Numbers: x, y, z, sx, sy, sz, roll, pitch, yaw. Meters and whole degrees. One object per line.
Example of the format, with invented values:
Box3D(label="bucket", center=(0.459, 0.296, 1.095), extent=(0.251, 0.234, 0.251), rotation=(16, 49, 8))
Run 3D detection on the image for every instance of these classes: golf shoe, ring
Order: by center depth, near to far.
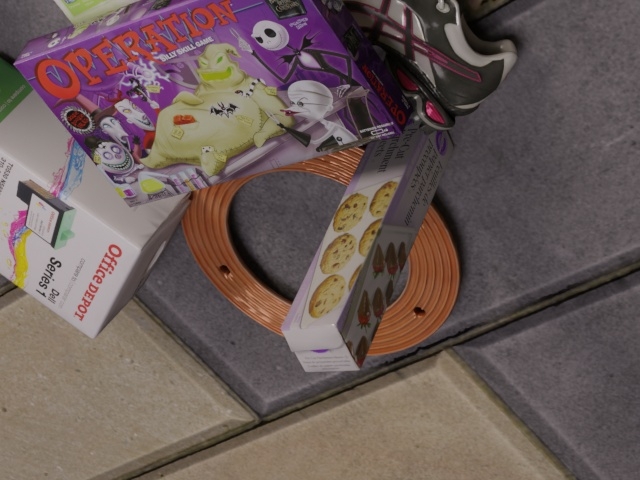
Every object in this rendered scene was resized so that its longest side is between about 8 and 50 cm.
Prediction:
Box3D(label="golf shoe", center=(0.069, -0.230, 1.659), extent=(0.120, 0.105, 0.273), rotation=(-36, 115, 28))
Box3D(label="ring", center=(0.000, 0.000, 1.945), extent=(0.337, 0.032, 0.336), rotation=(14, 134, 15))

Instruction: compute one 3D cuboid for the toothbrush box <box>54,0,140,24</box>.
Box3D(label="toothbrush box", center=(-0.155, -0.280, 1.693), extent=(0.206, 0.122, 0.283), rotation=(-17, 120, 37))

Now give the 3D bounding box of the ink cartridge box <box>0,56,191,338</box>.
Box3D(label="ink cartridge box", center=(-0.314, -0.046, 1.978), extent=(0.278, 0.117, 0.201), rotation=(35, 138, 1))

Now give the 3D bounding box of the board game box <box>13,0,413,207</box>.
Box3D(label="board game box", center=(-0.107, -0.150, 1.670), extent=(0.347, 0.056, 0.208), rotation=(-14, 123, 35))

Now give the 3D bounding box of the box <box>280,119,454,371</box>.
Box3D(label="box", center=(0.051, -0.007, 1.695), extent=(0.067, 0.324, 0.063), rotation=(-3, 132, 30))
